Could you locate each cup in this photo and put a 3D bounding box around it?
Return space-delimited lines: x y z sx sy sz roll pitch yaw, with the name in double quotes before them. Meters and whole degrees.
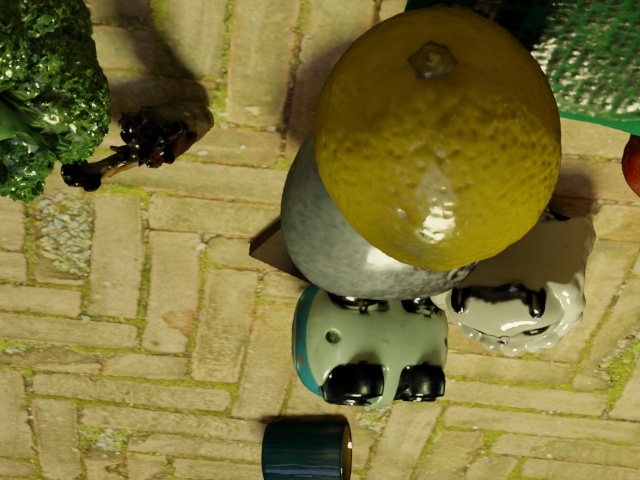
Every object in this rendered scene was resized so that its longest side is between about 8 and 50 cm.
"cup" -0.021 0.371 2.341 0.138 0.113 0.150 0 143 10

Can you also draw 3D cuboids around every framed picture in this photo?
"framed picture" 0.000 0.000 1.893 0.128 0.023 0.168 25 140 -25

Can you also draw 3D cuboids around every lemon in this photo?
"lemon" 0.116 -0.099 1.370 0.267 0.267 0.267 3 145 2

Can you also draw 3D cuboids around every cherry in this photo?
"cherry" 0.081 -0.047 1.655 0.255 0.218 0.296 8 131 2

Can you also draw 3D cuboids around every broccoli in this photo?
"broccoli" -0.388 -0.199 1.431 0.310 0.321 0.413 -19 171 -11

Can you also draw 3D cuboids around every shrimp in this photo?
"shrimp" -0.223 -0.107 1.602 0.178 0.289 0.075 -28 98 12

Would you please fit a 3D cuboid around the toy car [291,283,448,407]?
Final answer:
"toy car" 0.056 0.137 1.931 0.255 0.188 0.190 3 174 -41

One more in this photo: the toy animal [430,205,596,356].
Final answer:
"toy animal" 0.248 0.051 1.784 0.208 0.204 0.156 1 142 19

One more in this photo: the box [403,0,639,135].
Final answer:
"box" 0.253 -0.248 1.442 0.337 0.106 0.264 11 144 -8

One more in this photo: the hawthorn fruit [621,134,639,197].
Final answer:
"hawthorn fruit" 0.418 -0.091 1.624 0.138 0.132 0.133 30 141 -4
